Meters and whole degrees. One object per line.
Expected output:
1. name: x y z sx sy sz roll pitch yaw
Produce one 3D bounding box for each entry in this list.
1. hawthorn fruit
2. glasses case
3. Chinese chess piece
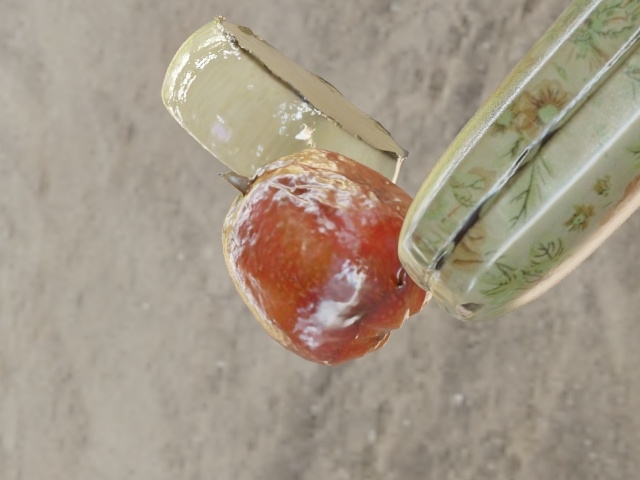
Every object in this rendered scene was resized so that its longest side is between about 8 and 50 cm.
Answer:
1. hawthorn fruit: 0.012 0.009 1.444 0.173 0.173 0.179 -47 54 41
2. glasses case: 0.202 -0.126 0.923 0.098 0.156 0.425 44 99 11
3. Chinese chess piece: -0.036 -0.116 1.765 0.104 0.257 0.257 -53 38 9
